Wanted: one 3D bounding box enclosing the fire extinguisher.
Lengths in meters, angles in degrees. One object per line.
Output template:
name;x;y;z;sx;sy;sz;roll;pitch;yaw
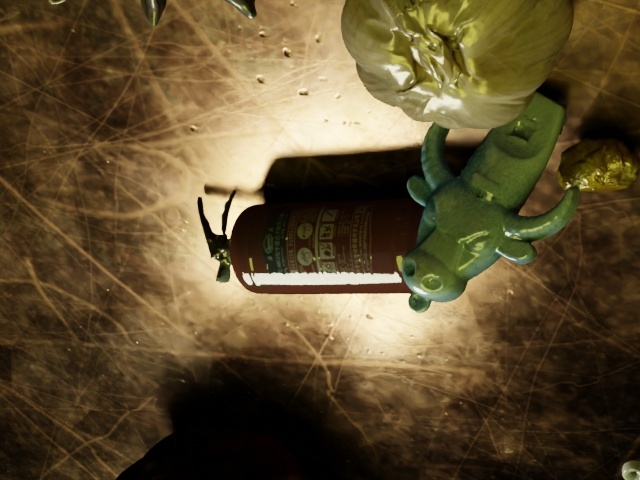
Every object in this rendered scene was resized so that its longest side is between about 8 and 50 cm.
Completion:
fire extinguisher;0.000;0.000;1.419;0.337;0.135;0.114;-2;170;24

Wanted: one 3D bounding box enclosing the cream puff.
cream puff;0.293;-0.081;1.247;0.083;0.058;0.083;1;174;-29

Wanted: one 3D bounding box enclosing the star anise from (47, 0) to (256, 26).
star anise;-0.149;-0.362;1.156;0.359;0.139;0.316;-34;120;24

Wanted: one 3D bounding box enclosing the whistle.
whistle;0.170;-0.038;1.246;0.180;0.093;0.269;33;98;26

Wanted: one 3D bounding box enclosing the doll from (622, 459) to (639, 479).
doll;0.538;0.312;1.472;0.317;0.103;0.145;4;155;6

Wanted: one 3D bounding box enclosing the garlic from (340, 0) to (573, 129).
garlic;0.127;-0.203;1.149;0.228;0.152;0.227;8;136;8

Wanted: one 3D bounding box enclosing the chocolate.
chocolate;-0.166;0.446;1.724;0.384;0.383;0.331;-14;117;32
